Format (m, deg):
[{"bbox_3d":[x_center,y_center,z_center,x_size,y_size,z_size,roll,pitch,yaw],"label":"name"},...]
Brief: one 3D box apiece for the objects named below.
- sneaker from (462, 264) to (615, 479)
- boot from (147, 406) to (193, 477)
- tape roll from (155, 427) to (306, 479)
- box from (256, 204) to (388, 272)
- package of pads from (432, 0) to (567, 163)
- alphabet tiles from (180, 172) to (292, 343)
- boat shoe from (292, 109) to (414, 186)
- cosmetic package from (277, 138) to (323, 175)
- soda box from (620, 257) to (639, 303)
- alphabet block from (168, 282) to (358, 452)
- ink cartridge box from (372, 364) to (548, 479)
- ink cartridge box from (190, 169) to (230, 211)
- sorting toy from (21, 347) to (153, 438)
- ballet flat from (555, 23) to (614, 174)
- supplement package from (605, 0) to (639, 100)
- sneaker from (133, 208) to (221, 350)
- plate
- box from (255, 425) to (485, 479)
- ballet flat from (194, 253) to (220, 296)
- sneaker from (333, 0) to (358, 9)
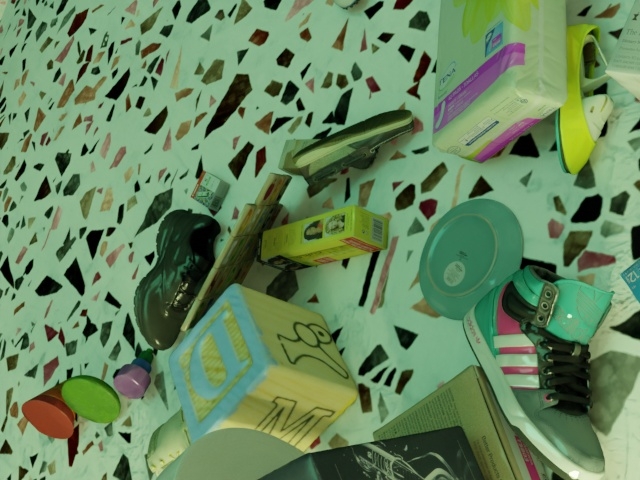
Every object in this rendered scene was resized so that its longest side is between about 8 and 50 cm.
[{"bbox_3d":[0.302,0.137,1.163,0.178,0.124,0.295,-55,39,27],"label":"sneaker"},{"bbox_3d":[-0.231,0.377,1.659,0.165,0.077,0.213,-45,39,22],"label":"boot"},{"bbox_3d":[-0.053,0.417,1.204,0.072,0.392,0.392,-44,45,22],"label":"tape roll"},{"bbox_3d":[0.000,0.000,1.580,0.232,0.087,0.058,-15,64,42],"label":"box"},{"bbox_3d":[0.257,-0.283,1.372,0.229,0.101,0.296,141,139,-62],"label":"package of pads"},{"bbox_3d":[-0.145,0.038,1.622,0.011,0.285,0.342,29,95,7],"label":"alphabet tiles"},{"bbox_3d":[0.062,-0.154,1.598,0.223,0.073,0.080,-19,19,21],"label":"boat shoe"},{"bbox_3d":[-0.021,-0.150,1.707,0.115,0.041,0.060,4,75,48],"label":"cosmetic package"},{"bbox_3d":[0.457,0.007,1.085,0.210,0.071,0.067,-44,46,24],"label":"soda box"},{"bbox_3d":[-0.093,0.214,1.492,0.193,0.197,0.192,-47,43,21],"label":"alphabet block"},{"bbox_3d":[0.188,0.313,1.221,0.193,0.088,0.235,-39,48,28],"label":"ink cartridge box"},{"bbox_3d":[-0.234,-0.107,1.929,0.115,0.029,0.063,30,95,50],"label":"ink cartridge box"},{"bbox_3d":[-0.466,0.299,1.961,0.365,0.127,0.126,-25,25,35],"label":"sorting toy"},{"bbox_3d":[0.361,-0.202,1.294,0.077,0.077,0.231,-11,61,29],"label":"ballet flat"},{"bbox_3d":[0.479,-0.283,1.151,0.139,0.134,0.244,21,88,50],"label":"supplement package"},{"bbox_3d":[-0.273,0.073,1.834,0.130,0.109,0.286,1,75,41],"label":"sneaker"},{"bbox_3d":[0.212,0.023,1.384,0.188,0.024,0.188,-22,57,39],"label":"plate"},{"bbox_3d":[0.080,0.401,1.009,0.179,0.312,0.343,-35,67,30],"label":"box"},{"bbox_3d":[-0.172,0.050,1.786,0.173,0.049,0.057,-49,32,11],"label":"ballet flat"},{"bbox_3d":[0.029,-0.536,1.805,0.085,0.086,0.237,-34,51,30],"label":"sneaker"}]
